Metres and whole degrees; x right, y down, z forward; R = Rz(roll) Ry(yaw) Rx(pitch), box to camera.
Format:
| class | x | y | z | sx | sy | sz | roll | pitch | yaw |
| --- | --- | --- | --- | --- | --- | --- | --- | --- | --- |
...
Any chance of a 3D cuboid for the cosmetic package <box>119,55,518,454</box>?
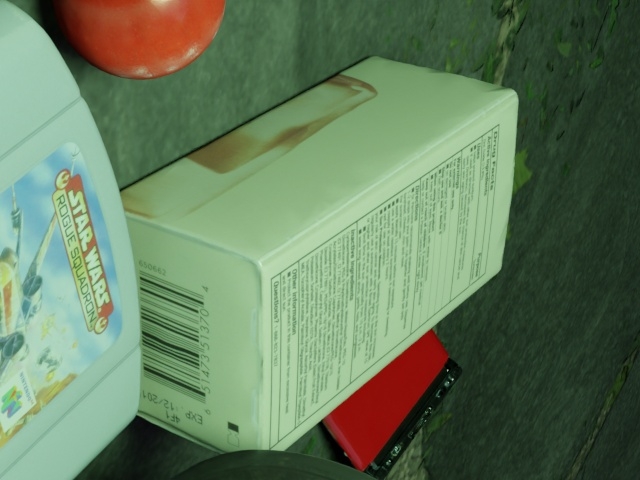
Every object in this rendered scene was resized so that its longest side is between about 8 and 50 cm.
| class | x | y | z | sx | sy | sz | roll | pitch | yaw |
| --- | --- | --- | --- | --- | --- | --- | --- | --- | --- |
| cosmetic package | 0.000 | 0.000 | 0.941 | 0.296 | 0.129 | 0.153 | -32 | 133 | -47 |

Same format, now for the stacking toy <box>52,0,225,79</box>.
| class | x | y | z | sx | sy | sz | roll | pitch | yaw |
| --- | --- | --- | --- | --- | --- | --- | --- | --- | --- |
| stacking toy | -0.107 | -0.196 | 0.640 | 0.141 | 0.141 | 0.330 | -54 | 151 | -25 |

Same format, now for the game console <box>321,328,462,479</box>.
| class | x | y | z | sx | sy | sz | roll | pitch | yaw |
| --- | --- | --- | --- | --- | --- | --- | --- | --- | --- |
| game console | 0.047 | 0.141 | 1.230 | 0.144 | 0.085 | 0.124 | -48 | 176 | -32 |

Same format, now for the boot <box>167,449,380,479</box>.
| class | x | y | z | sx | sy | sz | roll | pitch | yaw |
| --- | --- | --- | --- | --- | --- | --- | --- | --- | --- |
| boot | -0.025 | 0.214 | 0.908 | 0.280 | 0.264 | 0.096 | 40 | 37 | -60 |

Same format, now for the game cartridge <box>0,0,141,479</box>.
| class | x | y | z | sx | sy | sz | roll | pitch | yaw |
| --- | --- | --- | --- | --- | --- | --- | --- | --- | --- |
| game cartridge | -0.180 | 0.035 | 0.739 | 0.198 | 0.062 | 0.297 | -41 | 141 | -34 |
